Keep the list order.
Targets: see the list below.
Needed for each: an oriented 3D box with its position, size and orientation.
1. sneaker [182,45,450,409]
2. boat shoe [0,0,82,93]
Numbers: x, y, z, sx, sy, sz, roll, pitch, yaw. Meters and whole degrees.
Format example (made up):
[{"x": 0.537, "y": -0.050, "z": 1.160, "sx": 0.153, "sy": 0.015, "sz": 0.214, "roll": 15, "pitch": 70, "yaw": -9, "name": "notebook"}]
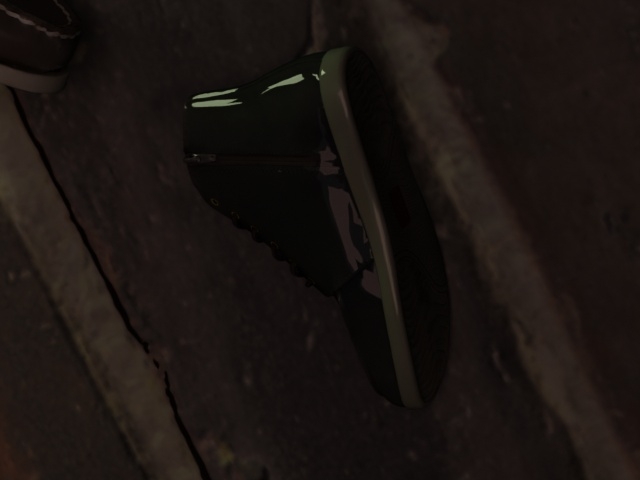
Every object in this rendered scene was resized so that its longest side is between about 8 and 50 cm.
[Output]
[{"x": 0.000, "y": 0.000, "z": 1.067, "sx": 0.118, "sy": 0.083, "sz": 0.222, "roll": -11, "pitch": 100, "yaw": 26, "name": "sneaker"}, {"x": -0.268, "y": -0.210, "z": 1.055, "sx": 0.324, "sy": 0.116, "sz": 0.097, "roll": 37, "pitch": 105, "yaw": 9, "name": "boat shoe"}]
